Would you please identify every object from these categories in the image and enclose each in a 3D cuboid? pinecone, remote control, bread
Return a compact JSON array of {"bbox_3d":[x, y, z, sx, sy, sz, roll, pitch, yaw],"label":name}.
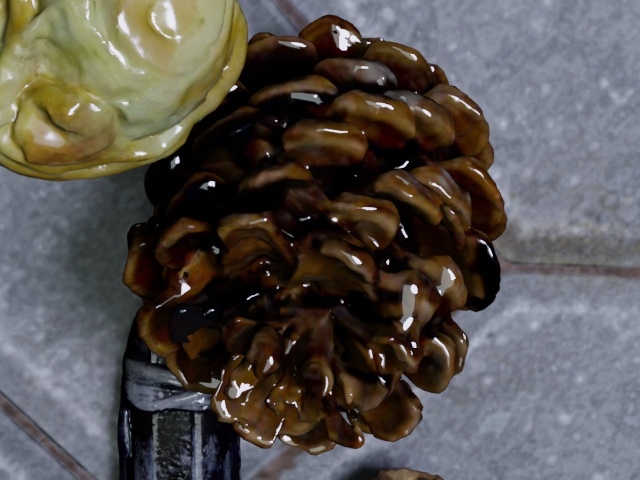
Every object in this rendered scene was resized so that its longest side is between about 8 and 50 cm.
[{"bbox_3d":[0.000,0.000,0.559,0.224,0.272,0.224,3,133,4],"label":"pinecone"},{"bbox_3d":[-0.098,0.169,0.665,0.090,0.066,0.265,-1,103,-12],"label":"remote control"},{"bbox_3d":[-0.122,-0.109,0.498,0.152,0.267,0.130,-46,111,1],"label":"bread"}]

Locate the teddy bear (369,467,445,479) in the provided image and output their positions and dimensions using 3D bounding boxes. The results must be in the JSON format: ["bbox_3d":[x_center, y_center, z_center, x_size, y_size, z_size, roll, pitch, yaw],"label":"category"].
[{"bbox_3d":[0.017,0.327,0.633,0.296,0.222,0.246,-35,117,4],"label":"teddy bear"}]
